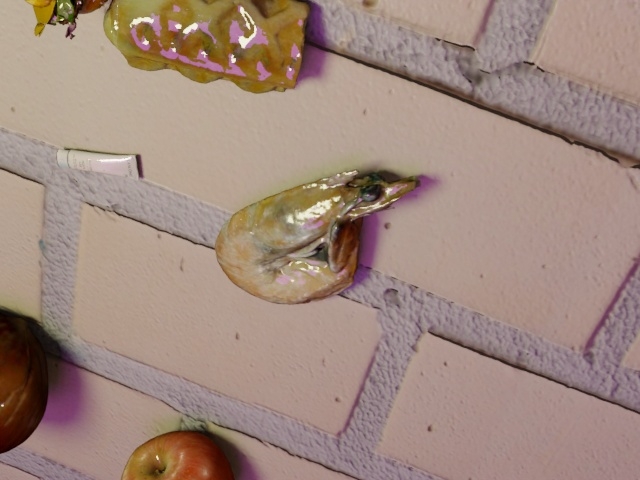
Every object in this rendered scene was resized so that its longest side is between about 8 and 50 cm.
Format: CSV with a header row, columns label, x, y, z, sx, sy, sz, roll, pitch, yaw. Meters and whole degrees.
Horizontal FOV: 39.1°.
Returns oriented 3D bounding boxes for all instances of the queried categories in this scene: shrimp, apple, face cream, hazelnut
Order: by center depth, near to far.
label,x,y,z,sx,sy,sz,roll,pitch,yaw
shrimp,0.000,0.000,1.124,0.317,0.077,0.168,-21,125,35
face cream,-0.291,-0.102,1.183,0.115,0.020,0.038,8,125,11
hazelnut,-0.522,0.209,1.379,0.229,0.229,0.230,10,126,13
apple,-0.222,0.395,1.415,0.199,0.199,0.199,10,126,13

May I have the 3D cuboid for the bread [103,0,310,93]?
label,x,y,z,sx,sy,sz,roll,pitch,yaw
bread,-0.131,-0.226,1.002,0.231,0.088,0.128,15,135,3

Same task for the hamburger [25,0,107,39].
label,x,y,z,sx,sy,sz,roll,pitch,yaw
hamburger,-0.274,-0.317,0.955,0.164,0.093,0.190,-32,74,55
